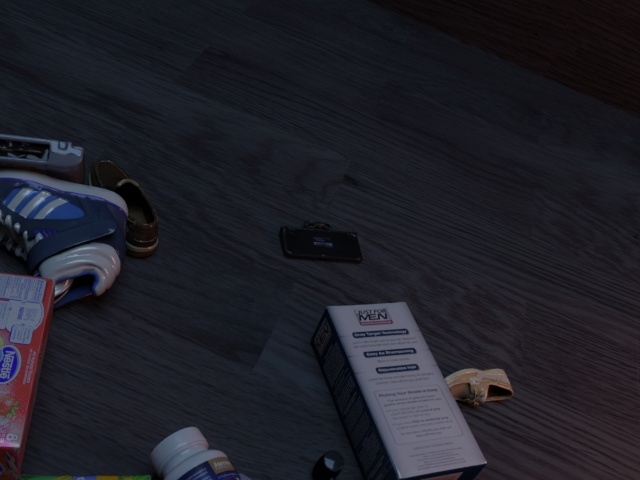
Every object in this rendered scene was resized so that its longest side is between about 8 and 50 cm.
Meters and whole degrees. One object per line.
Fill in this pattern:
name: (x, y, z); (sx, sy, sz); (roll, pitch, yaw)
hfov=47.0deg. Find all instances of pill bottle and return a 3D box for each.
pill bottle: (-0.163, 0.365, 1.046); (0.112, 0.112, 0.187); (-17, 54, -38)

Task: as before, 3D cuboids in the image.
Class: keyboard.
keyboard: (0.000, 0.000, 1.598); (0.180, 0.023, 0.108); (5, 49, -21)

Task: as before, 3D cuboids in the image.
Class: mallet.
mallet: (0.029, 0.414, 1.122); (0.039, 0.062, 0.190); (2, 44, -21)

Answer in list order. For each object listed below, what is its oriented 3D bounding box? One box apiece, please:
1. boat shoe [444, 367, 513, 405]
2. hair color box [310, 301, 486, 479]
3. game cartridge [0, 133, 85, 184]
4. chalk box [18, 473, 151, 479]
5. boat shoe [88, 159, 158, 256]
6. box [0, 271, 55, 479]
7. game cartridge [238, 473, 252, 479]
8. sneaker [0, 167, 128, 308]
boat shoe: (0.297, 0.282, 1.394); (0.170, 0.063, 0.059); (-2, 40, -28)
hair color box: (0.126, 0.273, 1.289); (0.174, 0.105, 0.347); (0, 46, -26)
game cartridge: (-0.588, -0.146, 1.351); (0.297, 0.198, 0.062); (5, 75, -15)
chalk box: (-0.285, 0.391, 0.945); (0.213, 0.132, 0.132); (7, 42, -17)
boat shoe: (-0.382, -0.088, 1.455); (0.095, 0.095, 0.257); (-14, 52, -36)
box: (-0.484, 0.197, 1.056); (0.154, 0.142, 0.300); (8, 42, -17)
game cartridge: (-0.098, 0.386, 1.098); (0.083, 0.056, 0.017); (36, 49, 14)
sneaker: (-0.502, 0.006, 1.271); (0.322, 0.130, 0.236); (7, 48, -9)
